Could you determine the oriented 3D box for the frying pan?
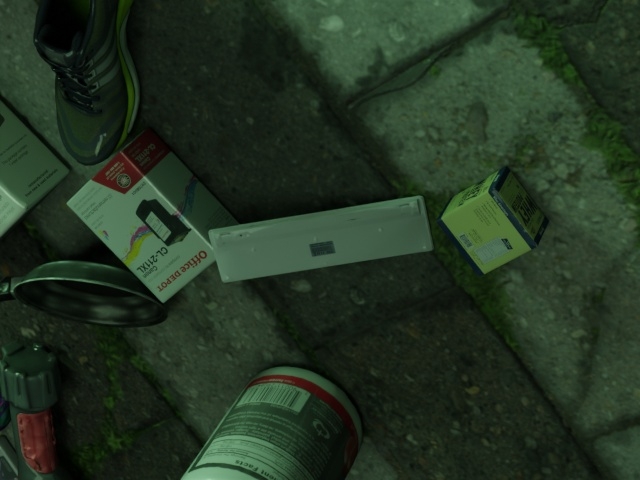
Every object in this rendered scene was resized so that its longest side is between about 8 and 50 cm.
[{"bbox_3d":[-0.347,0.076,1.655,0.326,0.053,0.197,-4,157,30],"label":"frying pan"}]

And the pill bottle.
[{"bbox_3d":[-0.079,0.312,1.556,0.176,0.318,0.176,12,125,18],"label":"pill bottle"}]

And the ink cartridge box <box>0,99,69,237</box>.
[{"bbox_3d":[-0.487,-0.112,1.606,0.273,0.115,0.198,46,127,-8],"label":"ink cartridge box"}]

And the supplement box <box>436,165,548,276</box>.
[{"bbox_3d":[0.189,-0.021,1.394,0.083,0.056,0.083,-31,104,35],"label":"supplement box"}]

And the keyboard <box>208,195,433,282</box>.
[{"bbox_3d":[0.000,0.000,1.478,0.256,0.014,0.072,-9,122,10],"label":"keyboard"}]

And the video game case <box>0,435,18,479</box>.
[{"bbox_3d":[-0.510,0.400,1.990,0.173,0.022,0.190,-17,111,32],"label":"video game case"}]

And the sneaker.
[{"bbox_3d":[-0.278,-0.213,1.445,0.111,0.121,0.299,15,124,16],"label":"sneaker"}]

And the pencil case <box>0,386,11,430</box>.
[{"bbox_3d":[-0.522,0.224,1.858,0.152,0.070,0.064,22,126,9],"label":"pencil case"}]

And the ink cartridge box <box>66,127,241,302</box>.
[{"bbox_3d":[-0.201,-0.029,1.555,0.175,0.072,0.127,47,126,-7],"label":"ink cartridge box"}]

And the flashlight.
[{"bbox_3d":[-0.400,0.297,1.832,0.103,0.103,0.304,-1,121,-5],"label":"flashlight"}]
